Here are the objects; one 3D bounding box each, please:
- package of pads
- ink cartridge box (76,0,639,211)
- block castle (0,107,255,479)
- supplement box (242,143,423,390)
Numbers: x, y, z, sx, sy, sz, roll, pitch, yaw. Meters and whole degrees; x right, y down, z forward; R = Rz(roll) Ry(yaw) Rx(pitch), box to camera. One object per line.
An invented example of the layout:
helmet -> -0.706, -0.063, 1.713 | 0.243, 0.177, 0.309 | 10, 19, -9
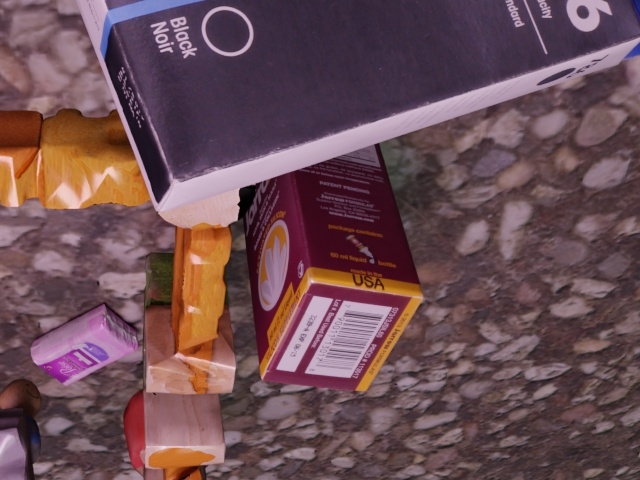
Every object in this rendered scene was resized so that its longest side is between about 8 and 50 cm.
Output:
package of pads -> -0.211, 0.094, 0.794 | 0.083, 0.032, 0.050 | -27, 131, 14
ink cartridge box -> 0.046, -0.144, 0.456 | 0.333, 0.165, 0.065 | -21, 176, -21
block castle -> -0.208, 0.048, 0.618 | 0.303, 0.212, 0.453 | -1, 132, -12
supplement box -> 0.000, 0.000, 0.635 | 0.081, 0.188, 0.104 | 10, 131, -20
